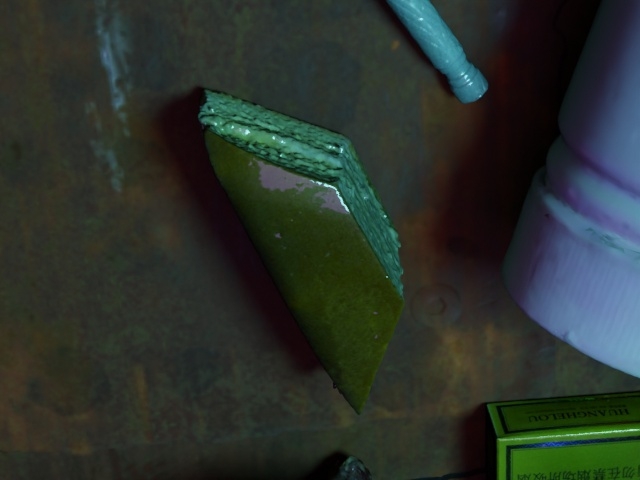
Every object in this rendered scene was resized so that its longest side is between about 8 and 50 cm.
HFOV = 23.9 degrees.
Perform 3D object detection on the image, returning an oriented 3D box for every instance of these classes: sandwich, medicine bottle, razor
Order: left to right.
[{"bbox_3d":[0.000,0.000,1.093,0.096,0.094,0.258,-24,116,11],"label":"sandwich"},{"bbox_3d":[0.047,-0.185,1.034,0.106,0.068,0.232,-35,117,12],"label":"razor"},{"bbox_3d":[0.270,-0.086,1.010,0.212,0.212,0.325,13,111,-11],"label":"medicine bottle"}]

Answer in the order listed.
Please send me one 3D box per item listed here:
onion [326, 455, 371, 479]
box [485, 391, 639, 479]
[{"bbox_3d":[0.014,0.275,1.166,0.252,0.219,0.252,11,153,6],"label":"onion"},{"bbox_3d":[0.207,0.235,1.234,0.141,0.064,0.220,-5,113,-3],"label":"box"}]
